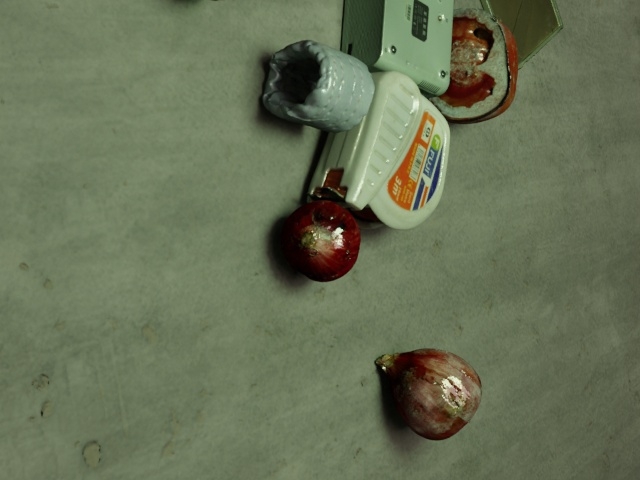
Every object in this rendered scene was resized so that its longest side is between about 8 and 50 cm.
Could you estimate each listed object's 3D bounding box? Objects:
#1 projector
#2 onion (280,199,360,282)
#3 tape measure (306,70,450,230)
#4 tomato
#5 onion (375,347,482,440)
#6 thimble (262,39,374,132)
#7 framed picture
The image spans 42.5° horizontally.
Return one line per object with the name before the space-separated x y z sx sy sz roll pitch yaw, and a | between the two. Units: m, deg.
projector | 0.147 -0.400 1.484 0.198 0.108 0.251 13 77 -45
onion | 0.000 0.000 1.293 0.131 0.131 0.131 5 83 -45
tape measure | 0.105 -0.140 1.412 0.265 0.130 0.258 33 67 -44
tomato | 0.301 -0.332 1.612 0.155 0.180 0.214 -6 98 -63
onion | 0.185 0.257 1.455 0.195 0.159 0.159 34 59 -4
thimble | -0.006 -0.241 1.288 0.117 0.151 0.127 12 91 -44
framed picture | 0.460 -0.527 1.872 0.289 0.016 0.213 -43 116 -38
